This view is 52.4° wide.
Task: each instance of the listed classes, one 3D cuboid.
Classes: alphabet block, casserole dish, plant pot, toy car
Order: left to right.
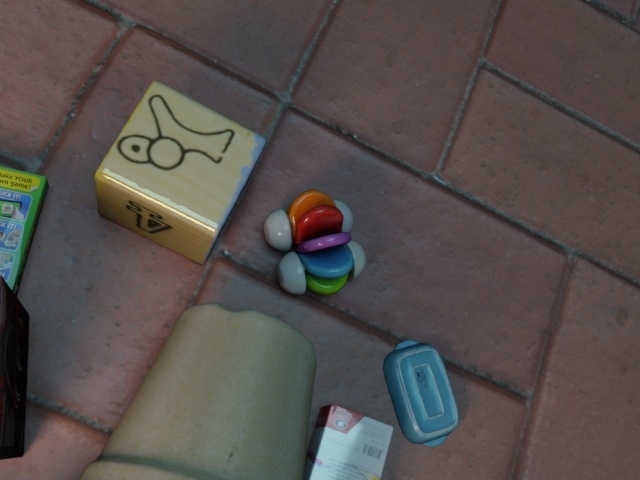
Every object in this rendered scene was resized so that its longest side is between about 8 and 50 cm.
[{"bbox_3d":[-0.225,-0.101,1.046,0.197,0.193,0.192,28,66,-7],"label":"alphabet block"},{"bbox_3d":[-0.142,0.270,0.910,0.333,0.334,0.306,23,57,-9],"label":"plant pot"},{"bbox_3d":[0.000,0.000,1.113,0.159,0.136,0.182,-13,77,-21],"label":"toy car"},{"bbox_3d":[0.182,0.265,1.142,0.114,0.037,0.188,-11,76,-21],"label":"casserole dish"}]

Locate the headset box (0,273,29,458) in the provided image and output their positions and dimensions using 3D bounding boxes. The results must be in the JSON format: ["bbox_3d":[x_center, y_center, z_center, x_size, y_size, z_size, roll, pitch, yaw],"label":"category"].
[{"bbox_3d":[-0.452,0.174,0.834,0.110,0.293,0.218,0,73,-17],"label":"headset box"}]

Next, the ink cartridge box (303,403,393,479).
[{"bbox_3d":[0.031,0.378,1.042,0.115,0.067,0.198,23,66,-9],"label":"ink cartridge box"}]

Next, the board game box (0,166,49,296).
[{"bbox_3d":[-0.606,-0.031,0.986,0.317,0.046,0.214,12,71,-13],"label":"board game box"}]
